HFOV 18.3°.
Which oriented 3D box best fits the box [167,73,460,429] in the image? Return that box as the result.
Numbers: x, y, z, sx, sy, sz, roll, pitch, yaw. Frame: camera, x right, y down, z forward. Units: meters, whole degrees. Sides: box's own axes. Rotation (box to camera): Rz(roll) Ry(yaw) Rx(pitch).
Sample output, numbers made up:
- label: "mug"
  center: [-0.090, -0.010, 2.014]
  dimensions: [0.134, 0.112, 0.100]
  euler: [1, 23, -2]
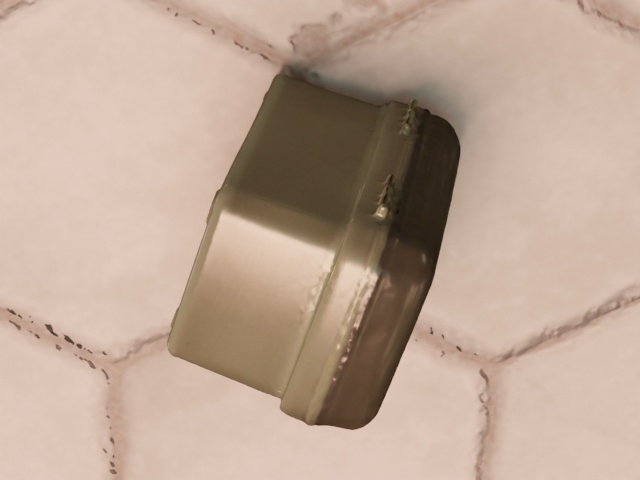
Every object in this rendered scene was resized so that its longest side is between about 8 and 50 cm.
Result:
- label: "box"
  center: [0.000, 0.000, 1.163]
  dimensions: [0.129, 0.210, 0.148]
  euler: [21, 118, 0]
